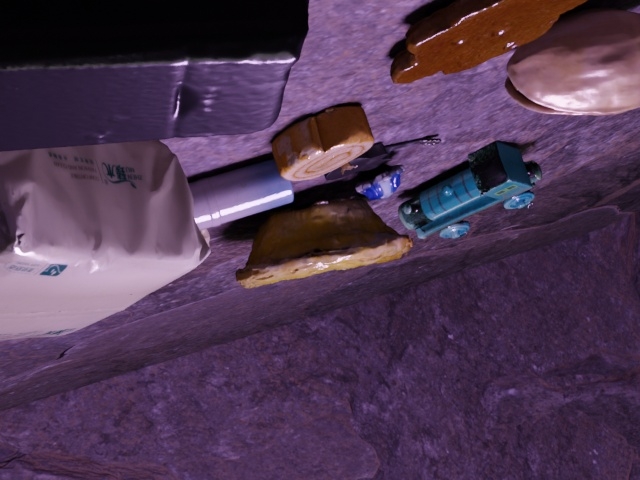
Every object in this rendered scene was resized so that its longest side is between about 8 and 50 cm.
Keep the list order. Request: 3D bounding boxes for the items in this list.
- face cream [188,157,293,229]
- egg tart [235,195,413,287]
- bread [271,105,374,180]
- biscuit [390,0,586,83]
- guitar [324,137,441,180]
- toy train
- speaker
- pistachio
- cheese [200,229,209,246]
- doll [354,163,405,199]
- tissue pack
[{"bbox_3d":[-0.169,-0.059,1.623,0.250,0.077,0.077,-18,169,-11],"label":"face cream"},{"bbox_3d":[0.000,0.000,1.989,0.345,0.132,0.345,-11,177,-1],"label":"egg tart"},{"bbox_3d":[0.001,-0.138,1.558,0.149,0.073,0.122,-29,164,36],"label":"bread"},{"bbox_3d":[0.212,-0.276,1.344,0.290,0.041,0.208,-24,168,24],"label":"biscuit"},{"bbox_3d":[0.110,-0.148,1.820,0.233,0.025,0.088,-14,166,-27],"label":"guitar"},{"bbox_3d":[0.302,-0.097,2.190,0.298,0.120,0.194,-27,160,31],"label":"toy train"},{"bbox_3d":[-0.177,-0.192,0.886,0.388,0.184,0.180,-6,164,-14],"label":"speaker"},{"bbox_3d":[0.375,-0.246,1.501,0.229,0.157,0.157,-8,169,3],"label":"pistachio"},{"bbox_3d":[-0.278,0.016,1.764,0.123,0.094,0.167,-40,164,34],"label":"cheese"},{"bbox_3d":[0.102,-0.107,1.903,0.096,0.070,0.195,-25,-179,-6],"label":"doll"},{"bbox_3d":[-0.351,-0.009,1.210,0.297,0.207,0.380,-26,168,23],"label":"tissue pack"}]
